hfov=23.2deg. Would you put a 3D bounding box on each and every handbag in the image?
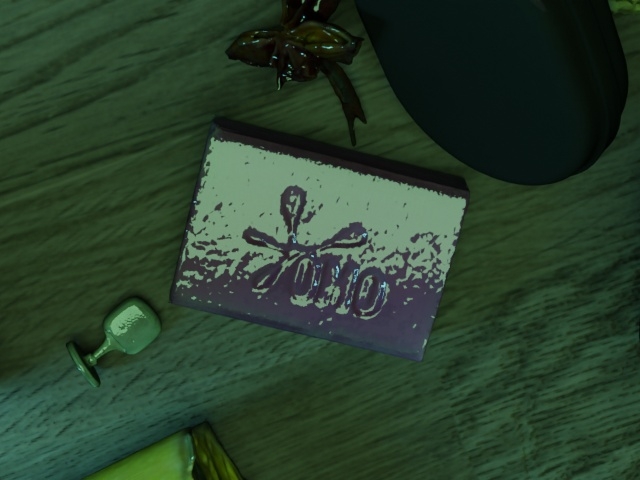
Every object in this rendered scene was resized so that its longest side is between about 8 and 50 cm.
[{"bbox_3d":[0.144,-0.184,1.358,0.093,0.254,0.308,-46,130,-25],"label":"handbag"}]

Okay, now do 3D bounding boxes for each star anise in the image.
[{"bbox_3d":[0.011,-0.176,1.450,0.144,0.158,0.140,19,119,-39],"label":"star anise"}]

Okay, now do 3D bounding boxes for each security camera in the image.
[{"bbox_3d":[-0.201,0.097,1.540,0.092,0.058,0.058,-35,103,-4],"label":"security camera"}]

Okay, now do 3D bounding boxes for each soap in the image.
[{"bbox_3d":[0.000,0.000,1.490,0.259,0.081,0.181,15,105,-4],"label":"soap"}]

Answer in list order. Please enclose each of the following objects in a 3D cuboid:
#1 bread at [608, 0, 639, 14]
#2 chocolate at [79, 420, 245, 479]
[{"bbox_3d":[0.308,-0.366,1.273,0.242,0.346,0.404,-7,99,9],"label":"bread"},{"bbox_3d":[-0.275,0.344,1.560,0.445,0.162,0.162,-26,104,10],"label":"chocolate"}]
